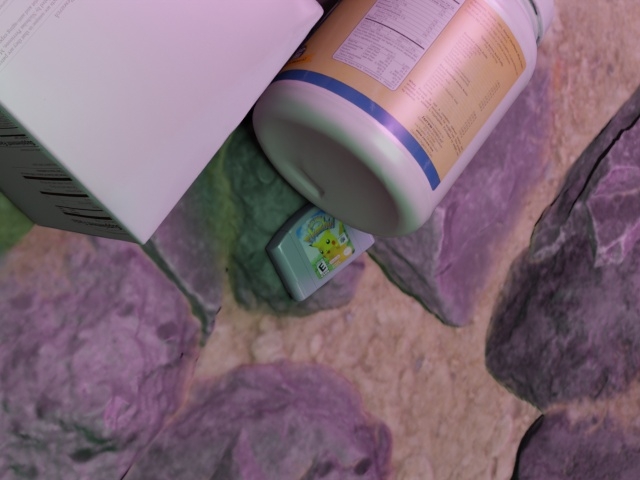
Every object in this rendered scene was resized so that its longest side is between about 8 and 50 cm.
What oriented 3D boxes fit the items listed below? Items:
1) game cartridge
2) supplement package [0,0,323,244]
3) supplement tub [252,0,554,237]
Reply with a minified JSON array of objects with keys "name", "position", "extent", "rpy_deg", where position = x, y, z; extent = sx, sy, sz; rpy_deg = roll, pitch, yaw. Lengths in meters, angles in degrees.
[{"name":"game cartridge","position":[0.000,0.000,1.067],"extent":[0.083,0.017,0.056],"rpy_deg":[-39,112,-27]},{"name":"supplement package","position":[-0.150,-0.138,0.860],"extent":[0.203,0.149,0.194],"rpy_deg":[48,67,-30]},{"name":"supplement tub","position":[0.062,-0.117,1.021],"extent":[0.144,0.144,0.200],"rpy_deg":[49,66,-29]}]
